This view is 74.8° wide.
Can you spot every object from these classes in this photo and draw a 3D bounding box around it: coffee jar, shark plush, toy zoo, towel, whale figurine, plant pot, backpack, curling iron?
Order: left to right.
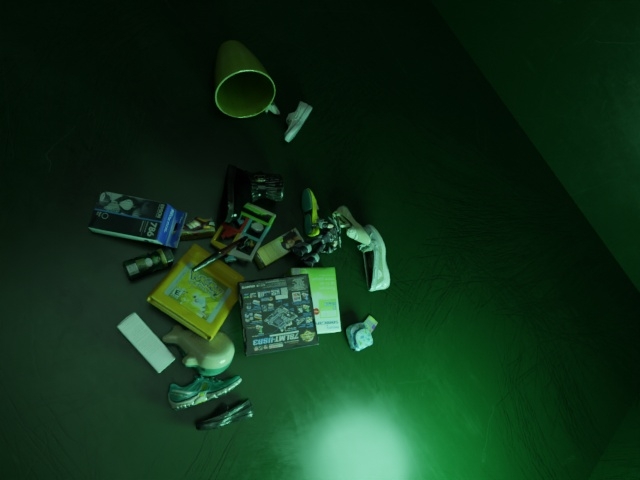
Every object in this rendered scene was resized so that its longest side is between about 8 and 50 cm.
[{"bbox_3d":[-0.672,0.088,1.646,0.185,0.096,0.079,-22,87,-26],"label":"coffee jar"},{"bbox_3d":[-0.472,0.423,1.618,0.272,0.141,0.216,20,28,4],"label":"whale figurine"},{"bbox_3d":[-0.400,0.050,1.708,0.274,0.068,0.035,-29,109,-26],"label":"curling iron"},{"bbox_3d":[-0.382,-0.776,1.943,0.275,0.274,0.293,-9,63,-24],"label":"plant pot"},{"bbox_3d":[-0.340,-0.031,1.814,0.193,0.030,0.293,25,62,2],"label":"toy zoo"},{"bbox_3d":[-0.257,-0.687,2.079,0.067,0.073,0.161,-9,56,-43],"label":"shark plush"},{"bbox_3d":[0.177,0.430,1.892,0.105,0.084,0.114,-17,82,-25],"label":"backpack"},{"bbox_3d":[0.226,0.398,1.963,0.060,0.009,0.083,44,63,-4],"label":"towel"}]

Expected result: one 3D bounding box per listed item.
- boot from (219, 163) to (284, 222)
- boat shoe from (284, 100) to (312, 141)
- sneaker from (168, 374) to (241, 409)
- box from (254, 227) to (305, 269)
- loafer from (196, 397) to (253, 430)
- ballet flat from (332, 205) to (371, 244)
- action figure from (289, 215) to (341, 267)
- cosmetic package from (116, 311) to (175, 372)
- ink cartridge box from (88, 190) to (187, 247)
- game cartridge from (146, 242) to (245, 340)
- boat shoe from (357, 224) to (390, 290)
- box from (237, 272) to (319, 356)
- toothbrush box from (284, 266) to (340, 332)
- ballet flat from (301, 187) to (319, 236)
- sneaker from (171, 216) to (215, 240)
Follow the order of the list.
[{"bbox_3d":[-0.285,-0.194,1.811,0.260,0.131,0.347,13,45,-18],"label":"boot"},{"bbox_3d":[-0.130,-0.590,2.072,0.084,0.095,0.258,32,55,-6],"label":"boat shoe"},{"bbox_3d":[-0.439,0.559,1.603,0.276,0.107,0.109,-9,69,-24],"label":"sneaker"},{"bbox_3d":[-0.188,0.035,1.876,0.232,0.058,0.087,-33,88,-26],"label":"box"},{"bbox_3d":[-0.369,0.670,1.613,0.224,0.076,0.078,-8,73,-28],"label":"loafer"},{"bbox_3d":[0.140,-0.064,1.993,0.086,0.086,0.248,-21,56,-26],"label":"ballet flat"},{"bbox_3d":[0.000,0.000,1.904,0.285,0.099,0.185,-39,116,-36],"label":"action figure"},{"bbox_3d":[-0.647,0.381,1.559,0.231,0.117,0.085,48,64,-4],"label":"cosmetic package"},{"bbox_3d":[-0.718,-0.083,1.659,0.333,0.065,0.165,11,70,-7],"label":"ink cartridge box"},{"bbox_3d":[-0.469,0.193,1.656,0.285,0.052,0.323,36,43,-9],"label":"game cartridge"},{"bbox_3d":[0.244,0.081,2.006,0.103,0.118,0.320,-8,85,-28],"label":"boat shoe"},{"bbox_3d":[-0.172,0.295,1.685,0.296,0.073,0.293,-7,77,-13],"label":"box"},{"bbox_3d":[-0.038,0.265,1.835,0.207,0.122,0.282,1,76,-21],"label":"toothbrush box"},{"bbox_3d":[-0.041,-0.130,1.983,0.077,0.077,0.230,6,74,-42],"label":"ballet flat"},{"bbox_3d":[-0.540,-0.054,1.763,0.186,0.069,0.083,-4,61,-24],"label":"sneaker"}]
